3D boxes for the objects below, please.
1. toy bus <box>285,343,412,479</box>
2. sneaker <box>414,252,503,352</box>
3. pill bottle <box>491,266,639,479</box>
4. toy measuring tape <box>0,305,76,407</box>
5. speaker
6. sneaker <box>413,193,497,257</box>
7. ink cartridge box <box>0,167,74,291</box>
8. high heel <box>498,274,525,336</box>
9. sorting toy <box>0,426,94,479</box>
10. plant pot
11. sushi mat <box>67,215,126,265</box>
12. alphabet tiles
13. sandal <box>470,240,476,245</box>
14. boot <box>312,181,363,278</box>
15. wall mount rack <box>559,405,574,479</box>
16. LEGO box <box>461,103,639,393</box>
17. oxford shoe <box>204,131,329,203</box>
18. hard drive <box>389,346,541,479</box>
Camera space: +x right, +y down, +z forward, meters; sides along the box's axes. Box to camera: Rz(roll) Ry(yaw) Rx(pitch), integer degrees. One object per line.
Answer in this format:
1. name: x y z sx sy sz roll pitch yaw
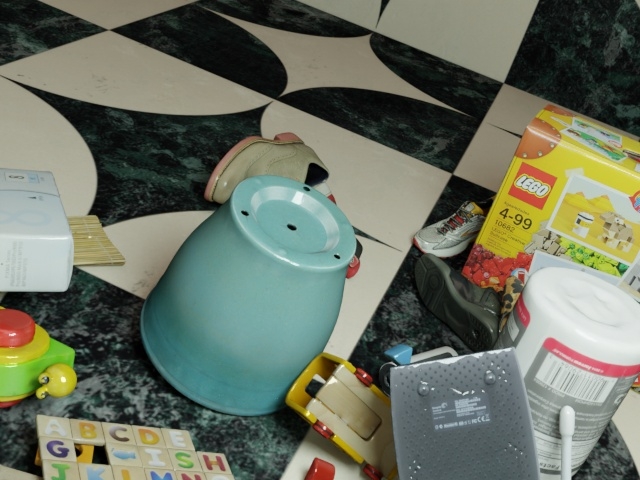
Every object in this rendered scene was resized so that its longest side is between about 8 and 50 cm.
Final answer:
1. toy bus: 0.050 0.242 1.151 0.190 0.202 0.104 -3 5 -23
2. sneaker: 0.272 0.107 1.550 0.130 0.087 0.227 -6 41 -41
3. pill bottle: 0.297 0.209 1.140 0.176 0.319 0.176 15 29 -9
4. toy measuring tape: -0.447 0.124 1.068 0.330 0.121 0.121 21 27 21
5. speaker: 0.156 0.206 1.338 0.136 0.055 0.055 -8 38 -40
6. sneaker: 0.291 -0.037 1.759 0.225 0.093 0.088 -21 45 -16
7. ink cartridge box: -0.560 -0.030 1.194 0.384 0.091 0.308 4 20 -24
8. high heel: 0.287 0.165 1.374 0.186 0.093 0.261 9 58 -28
9. sorting toy: -0.289 0.316 0.874 0.196 0.047 0.348 22 20 -5
10. plant pot: -0.084 0.059 1.187 0.271 0.255 0.272 19 38 -15
11. sushi mat: -0.481 0.003 1.339 0.316 0.019 0.151 -2 34 -34
12. alphabet tiles: -0.203 0.278 0.988 0.237 0.009 0.198 14 21 -30
13. sandal: 0.365 0.020 1.796 0.067 0.040 0.179 -33 56 -27
14. boot: 0.000 0.000 1.505 0.176 0.088 0.244 59 24 -1
15. wall mount rack: 0.294 0.380 0.964 0.304 0.130 0.350 54 37 7
16. LEGO box: 0.549 0.035 1.540 0.500 0.373 0.193 27 30 15
17. oxford shoe: -0.095 -0.133 1.708 0.130 0.123 0.348 35 33 17
18. hard drive: 0.175 0.263 1.041 0.172 0.255 0.054 -9 2 -4
